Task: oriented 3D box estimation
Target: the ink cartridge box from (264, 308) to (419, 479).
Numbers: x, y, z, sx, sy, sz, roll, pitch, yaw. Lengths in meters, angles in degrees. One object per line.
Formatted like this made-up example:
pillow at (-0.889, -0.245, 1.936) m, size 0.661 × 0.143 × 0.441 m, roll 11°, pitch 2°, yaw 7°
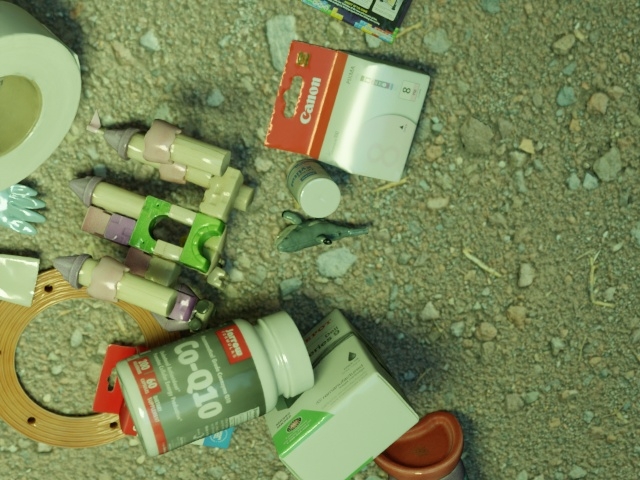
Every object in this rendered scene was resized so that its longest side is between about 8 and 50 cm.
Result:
ink cartridge box at (0.016, 0.266, 1.994) m, size 0.211 × 0.289 × 0.121 m, roll -41°, pitch 111°, yaw 2°

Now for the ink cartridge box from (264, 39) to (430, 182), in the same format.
ink cartridge box at (0.045, -0.209, 1.955) m, size 0.232 × 0.066 × 0.189 m, roll 9°, pitch 107°, yaw -22°

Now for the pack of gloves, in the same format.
pack of gloves at (-0.552, -0.013, 1.884) m, size 0.232 × 0.046 × 0.195 m, roll 12°, pitch 105°, yaw -8°

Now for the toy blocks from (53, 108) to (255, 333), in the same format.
toy blocks at (-0.281, -0.028, 1.859) m, size 0.260 × 0.309 × 0.289 m, roll 19°, pitch 83°, yaw 10°

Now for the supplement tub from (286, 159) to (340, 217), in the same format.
supplement tub at (-0.012, -0.086, 1.955) m, size 0.071 × 0.107 × 0.071 m, roll -5°, pitch 110°, yaw -13°

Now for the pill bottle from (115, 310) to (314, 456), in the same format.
pill bottle at (-0.165, 0.219, 1.885) m, size 0.283 × 0.161 × 0.161 m, roll -20°, pitch 113°, yaw -14°

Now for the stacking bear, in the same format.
stacking bear at (0.204, 0.491, 2.203) m, size 0.175 × 0.164 × 0.289 m, roll -16°, pitch 117°, yaw -9°

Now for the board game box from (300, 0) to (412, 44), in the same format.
board game box at (0.065, -0.410, 1.890) m, size 0.170 × 0.048 × 0.141 m, roll 22°, pitch 100°, yaw -21°

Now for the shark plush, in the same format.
shark plush at (0.000, 0.000, 2.011) m, size 0.161 × 0.067 × 0.073 m, roll 6°, pitch 108°, yaw -17°

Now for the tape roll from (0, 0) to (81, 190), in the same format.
tape roll at (-0.485, -0.200, 1.709) m, size 0.286 × 0.100 × 0.286 m, roll -36°, pitch 151°, yaw -24°

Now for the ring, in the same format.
ring at (-0.400, 0.194, 1.998) m, size 0.336 × 0.032 × 0.337 m, roll -5°, pitch 111°, yaw -14°

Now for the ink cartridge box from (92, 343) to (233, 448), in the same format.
ink cartridge box at (-0.254, 0.261, 2.001) m, size 0.231 × 0.078 × 0.134 m, roll 11°, pitch 105°, yaw -19°
